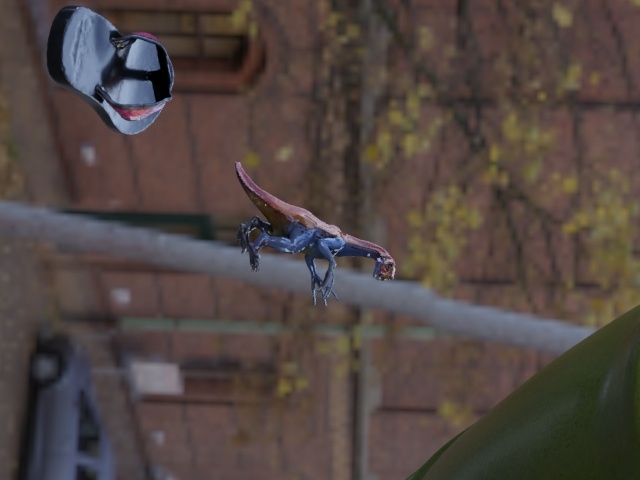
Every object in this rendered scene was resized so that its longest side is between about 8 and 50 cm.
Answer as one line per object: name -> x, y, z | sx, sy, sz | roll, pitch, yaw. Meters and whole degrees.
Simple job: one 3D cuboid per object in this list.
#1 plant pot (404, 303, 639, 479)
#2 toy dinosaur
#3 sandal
plant pot -> 0.210, 0.175, 0.921 | 0.353, 0.367, 0.366 | 110, -14, -54
toy dinosaur -> 0.000, 0.000, 0.991 | 0.047, 0.082, 0.090 | -139, -137, -66
sandal -> -0.122, -0.105, 1.169 | 0.179, 0.040, 0.067 | 21, 76, -75
